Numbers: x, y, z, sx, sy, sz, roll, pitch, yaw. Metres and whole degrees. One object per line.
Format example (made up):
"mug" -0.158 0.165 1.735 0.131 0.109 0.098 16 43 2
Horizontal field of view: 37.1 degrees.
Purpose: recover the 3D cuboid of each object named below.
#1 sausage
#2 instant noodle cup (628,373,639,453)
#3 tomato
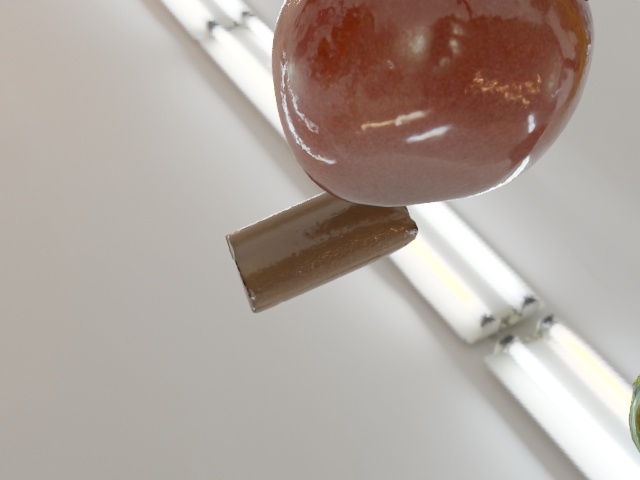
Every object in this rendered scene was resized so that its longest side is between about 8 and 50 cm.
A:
"sausage" 0.000 0.000 1.327 0.253 0.123 0.123 -23 -133 -3
"instant noodle cup" 0.524 0.269 1.095 0.311 0.311 0.221 7 -147 3
"tomato" 0.119 -0.169 1.005 0.341 0.272 0.341 3 -178 0
